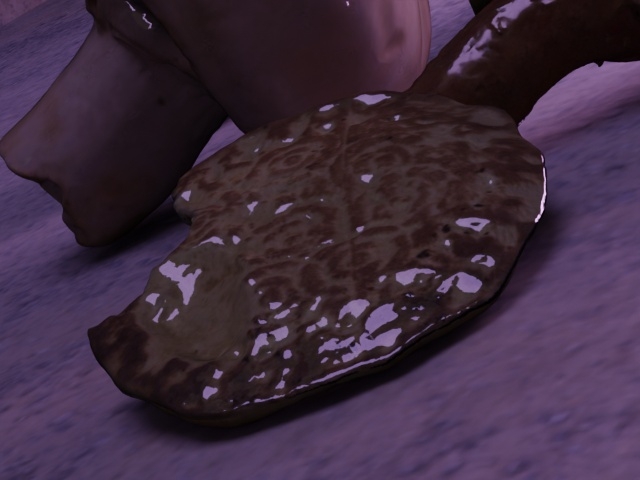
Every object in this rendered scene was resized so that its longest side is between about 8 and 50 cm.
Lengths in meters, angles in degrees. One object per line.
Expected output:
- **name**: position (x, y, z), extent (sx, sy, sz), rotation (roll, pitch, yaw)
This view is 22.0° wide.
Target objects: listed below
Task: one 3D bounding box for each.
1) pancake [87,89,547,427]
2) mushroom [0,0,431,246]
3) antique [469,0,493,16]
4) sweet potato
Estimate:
- **pancake**: position (0.000, 0.000, 0.743), extent (0.212, 0.029, 0.235), rotation (-1, 38, 33)
- **mushroom**: position (-0.089, -0.142, 1.025), extent (0.290, 0.292, 0.292), rotation (-41, 14, 8)
- **antique**: position (0.202, -0.246, 1.216), extent (0.221, 0.080, 0.081), rotation (-31, 18, -25)
- **sweet potato**: position (0.167, -0.131, 0.858), extent (0.385, 0.109, 0.109), rotation (-28, 16, -8)
